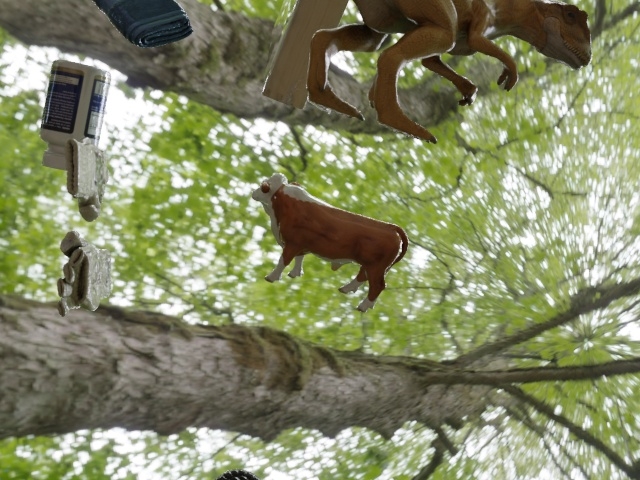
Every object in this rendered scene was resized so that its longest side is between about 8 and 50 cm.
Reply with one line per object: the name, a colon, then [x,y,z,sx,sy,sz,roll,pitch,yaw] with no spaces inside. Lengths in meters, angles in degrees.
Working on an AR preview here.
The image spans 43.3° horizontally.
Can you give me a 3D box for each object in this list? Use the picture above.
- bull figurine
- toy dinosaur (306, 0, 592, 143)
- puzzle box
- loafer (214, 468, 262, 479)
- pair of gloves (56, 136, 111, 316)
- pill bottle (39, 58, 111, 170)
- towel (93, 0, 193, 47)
bull figurine: [0.000,0.000,1.476,0.311,0.101,0.188,19,-71,11]
toy dinosaur: [0.029,-0.109,0.353,0.064,0.212,0.112,27,-82,55]
puzzle box: [0.003,-0.346,1.027,0.052,0.409,0.272,21,-67,-11]
loafer: [-0.223,0.548,1.340,0.134,0.130,0.366,35,-126,30]
pair of gloves: [-0.330,-0.023,1.119,0.042,0.204,0.240,0,-84,-4]
pill bottle: [-0.395,-0.196,1.289,0.094,0.094,0.169,13,-87,19]
towel: [-0.179,-0.227,0.760,0.119,0.067,0.029,49,-36,20]
